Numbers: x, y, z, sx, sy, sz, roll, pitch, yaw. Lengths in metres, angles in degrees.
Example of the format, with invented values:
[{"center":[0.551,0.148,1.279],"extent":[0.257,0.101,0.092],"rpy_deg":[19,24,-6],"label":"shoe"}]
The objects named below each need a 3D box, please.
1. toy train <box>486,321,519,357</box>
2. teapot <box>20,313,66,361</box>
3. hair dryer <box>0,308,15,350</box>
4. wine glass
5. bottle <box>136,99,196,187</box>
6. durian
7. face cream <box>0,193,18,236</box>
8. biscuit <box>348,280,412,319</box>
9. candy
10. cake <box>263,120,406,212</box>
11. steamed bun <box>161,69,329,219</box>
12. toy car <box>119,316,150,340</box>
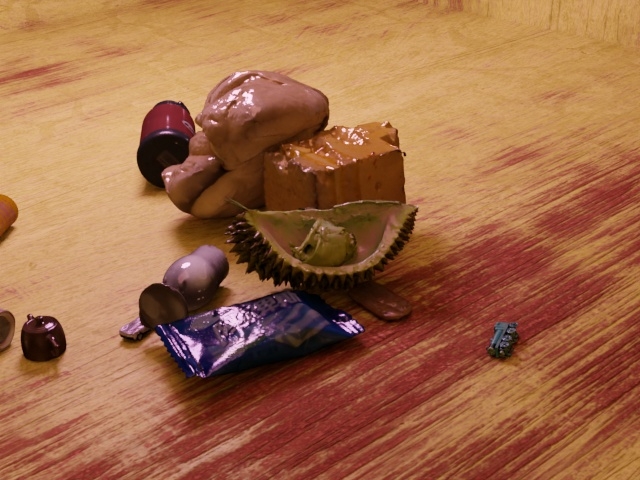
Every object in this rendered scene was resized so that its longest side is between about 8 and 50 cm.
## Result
[{"center":[0.308,0.167,1.726],"extent":[0.045,0.029,0.092],"rpy_deg":[1,27,25],"label":"toy train"},{"center":[-0.479,0.165,1.767],"extent":[0.076,0.068,0.121],"rpy_deg":[-20,32,-31],"label":"teapot"},{"center":[-0.645,0.197,1.748],"extent":[0.131,0.073,0.236],"rpy_deg":[7,38,23],"label":"hair dryer"},{"center":[-0.243,0.085,1.865],"extent":[0.103,0.103,0.222],"rpy_deg":[6,22,17],"label":"wine glass"},{"center":[-0.369,-0.251,2.501],"extent":[0.144,0.144,0.336],"rpy_deg":[-5,25,-4],"label":"bottle"},{"center":[-0.005,0.009,1.884],"extent":[0.356,0.169,0.157],"rpy_deg":[1,0,-9],"label":"durian"},{"center":[-0.718,-0.008,2.123],"extent":[0.078,0.078,0.273],"rpy_deg":[1,28,9],"label":"face cream"},{"center":[0.109,0.109,1.869],"extent":[0.071,0.018,0.147],"rpy_deg":[-19,31,-29],"label":"biscuit"},{"center":[-0.106,0.156,1.738],"extent":[0.331,0.077,0.187],"rpy_deg":[-13,27,-26],"label":"candy"},{"center":[0.056,-0.104,2.064],"extent":[0.286,0.227,0.222],"rpy_deg":[-18,30,-27],"label":"cake"},{"center":[-0.164,-0.216,2.176],"extent":[0.230,0.372,0.325],"rpy_deg":[51,30,17],"label":"steamed bun"},{"center":[-0.320,0.150,1.827],"extent":[0.041,0.025,0.093],"rpy_deg":[12,30,27],"label":"toy car"}]
